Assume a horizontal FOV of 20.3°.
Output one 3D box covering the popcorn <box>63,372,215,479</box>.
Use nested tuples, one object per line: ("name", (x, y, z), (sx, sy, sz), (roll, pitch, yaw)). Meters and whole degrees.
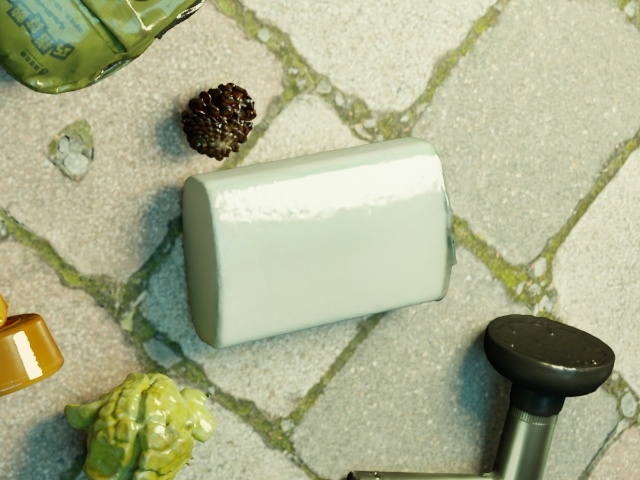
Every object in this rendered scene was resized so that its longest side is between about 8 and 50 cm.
("popcorn", (-0.188, 0.209, 1.880), (0.162, 0.135, 0.141), (15, 87, -28))

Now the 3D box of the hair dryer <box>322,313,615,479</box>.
("hair dryer", (0.175, 0.248, 2.082), (0.284, 0.155, 0.320), (8, 106, -40))

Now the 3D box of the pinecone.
("pinecone", (-0.106, -0.127, 1.880), (0.077, 0.077, 0.083), (56, 41, -27))

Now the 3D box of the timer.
("timer", (-0.339, 0.073, 1.778), (0.132, 0.132, 0.152), (-20, 99, -23))

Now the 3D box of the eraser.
("eraser", (0.000, 0.000, 1.948), (0.290, 0.104, 0.189), (-11, 111, -26))

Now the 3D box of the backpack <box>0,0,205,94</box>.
("backpack", (-0.231, -0.264, 1.743), (0.253, 0.140, 0.207), (-43, 119, -6))
